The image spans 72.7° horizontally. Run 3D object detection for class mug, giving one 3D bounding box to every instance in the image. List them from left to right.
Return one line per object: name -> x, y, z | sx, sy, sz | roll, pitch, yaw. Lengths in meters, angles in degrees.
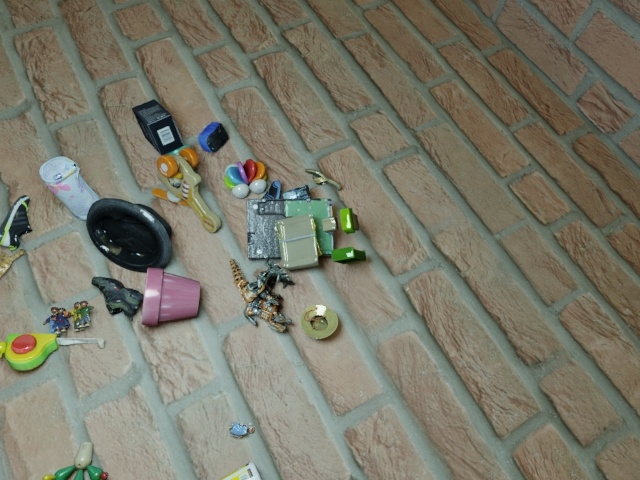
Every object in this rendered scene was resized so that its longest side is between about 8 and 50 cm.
mug -> -0.592, -0.329, 1.827 | 0.129, 0.097, 0.158 | -35, 29, -25

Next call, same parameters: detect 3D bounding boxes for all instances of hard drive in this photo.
hard drive -> -0.120, -0.047, 1.717 | 0.339, 0.064, 0.236 | -2, 87, -8

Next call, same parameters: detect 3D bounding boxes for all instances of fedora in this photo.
fedora -> -0.685, -0.042, 1.622 | 0.334, 0.333, 0.152 | 19, 33, 3

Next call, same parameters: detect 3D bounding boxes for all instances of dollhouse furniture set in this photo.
dollhouse furniture set -> 0.000, 0.000, 1.668 | 0.302, 0.151, 0.197 | -11, 81, 19

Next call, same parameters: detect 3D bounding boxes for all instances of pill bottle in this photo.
pill bottle -> -0.276, 0.775, 1.308 | 0.215, 0.117, 0.117 | -24, 69, -16

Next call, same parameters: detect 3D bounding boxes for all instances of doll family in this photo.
doll family -> -0.881, 0.268, 1.520 | 0.193, 0.076, 0.111 | -13, 71, -9

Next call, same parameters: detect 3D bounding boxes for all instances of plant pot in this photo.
plant pot -> -0.527, 0.201, 1.536 | 0.180, 0.201, 0.201 | 7, 62, -21

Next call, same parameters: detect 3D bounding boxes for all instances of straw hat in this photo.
straw hat -> -0.004, 0.310, 1.600 | 0.145, 0.061, 0.144 | -3, 50, 4

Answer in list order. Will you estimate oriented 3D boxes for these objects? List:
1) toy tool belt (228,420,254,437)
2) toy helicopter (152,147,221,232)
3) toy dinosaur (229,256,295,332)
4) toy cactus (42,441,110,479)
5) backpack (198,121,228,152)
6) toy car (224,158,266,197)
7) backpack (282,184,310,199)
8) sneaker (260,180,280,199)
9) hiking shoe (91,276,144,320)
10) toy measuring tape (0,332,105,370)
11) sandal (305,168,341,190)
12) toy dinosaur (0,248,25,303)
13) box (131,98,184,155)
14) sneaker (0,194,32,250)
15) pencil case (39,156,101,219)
toy tool belt -> -0.259, 0.618, 1.425 | 0.083, 0.051, 0.052 | 6, 63, -3
toy helicopter -> -0.528, -0.175, 1.728 | 0.355, 0.235, 0.140 | 54, 40, -5
toy dinosaur -> -0.218, 0.184, 1.599 | 0.218, 0.164, 0.322 | -44, 97, -7
toy cactus -> -0.736, 0.707, 1.311 | 0.219, 0.112, 0.180 | -5, 54, 1
backpack -> -0.478, -0.446, 1.907 | 0.101, 0.098, 0.120 | 11, 59, 32
toy car -> -0.314, -0.276, 1.814 | 0.182, 0.136, 0.159 | -17, 67, -14
backpack -> -0.097, -0.174, 1.807 | 0.115, 0.105, 0.084 | -13, 86, -2
sneaker -> -0.223, -0.154, 1.795 | 0.091, 0.081, 0.232 | 12, 64, -8
hiking shoe -> -0.746, 0.204, 1.554 | 0.227, 0.086, 0.114 | 20, 86, 23
toy measuring tape -> -0.906, 0.373, 1.444 | 0.330, 0.121, 0.121 | 5, 63, -12
sandal -> 0.007, -0.259, 1.888 | 0.180, 0.072, 0.049 | 31, 86, 5
toy dinosaur -> -1.162, 0.107, 1.573 | 0.112, 0.064, 0.211 | 17, 63, 1
box -> -0.686, -0.479, 1.831 | 0.108, 0.153, 0.207 | -31, 50, -20
sneaker -> -1.154, -0.064, 1.665 | 0.097, 0.084, 0.234 | 30, 49, -33
pencil case -> -0.926, -0.192, 1.632 | 0.124, 0.273, 0.113 | -29, 63, -17
